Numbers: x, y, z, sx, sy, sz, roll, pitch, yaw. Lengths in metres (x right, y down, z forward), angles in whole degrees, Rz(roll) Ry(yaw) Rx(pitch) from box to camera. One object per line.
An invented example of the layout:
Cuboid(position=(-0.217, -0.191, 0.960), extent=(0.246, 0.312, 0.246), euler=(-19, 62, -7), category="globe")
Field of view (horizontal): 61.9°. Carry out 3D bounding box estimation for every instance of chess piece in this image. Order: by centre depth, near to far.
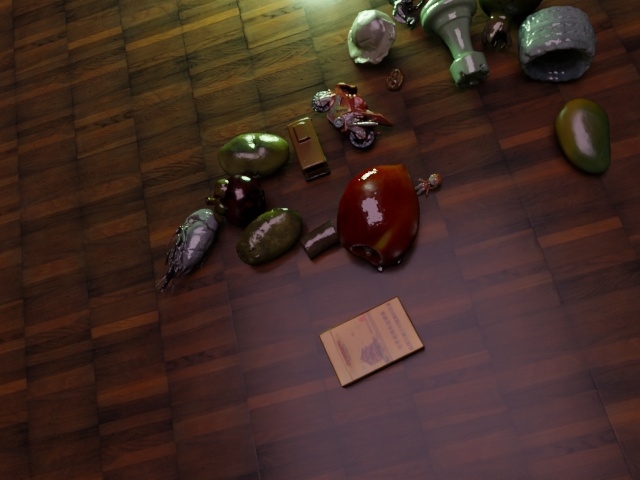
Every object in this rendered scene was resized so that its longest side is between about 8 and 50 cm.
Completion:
Cuboid(position=(0.475, -0.682, 1.827), extent=(0.195, 0.194, 0.299), euler=(-17, 78, 5), category="chess piece")

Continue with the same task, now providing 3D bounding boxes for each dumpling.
Cuboid(position=(0.177, -0.725, 1.916), extent=(0.258, 0.147, 0.193), euler=(51, 123, 43), category="dumpling")

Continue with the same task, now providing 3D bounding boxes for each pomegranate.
Cuboid(position=(0.640, -0.821, 1.830), extent=(0.243, 0.305, 0.242), euler=(8, 31, -5), category="pomegranate")

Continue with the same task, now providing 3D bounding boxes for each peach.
Cuboid(position=(0.188, -0.105, 1.669), extent=(0.258, 0.201, 0.361), euler=(19, 79, 17), category="peach")

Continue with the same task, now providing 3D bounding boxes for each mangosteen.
Cuboid(position=(-0.282, -0.131, 1.781), extent=(0.200, 0.200, 0.199), euler=(-3, 72, 10), category="mangosteen")

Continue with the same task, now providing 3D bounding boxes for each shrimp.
Cuboid(position=(-0.461, 0.037, 1.800), extent=(0.145, 0.116, 0.343), euler=(22, 70, 17), category="shrimp")

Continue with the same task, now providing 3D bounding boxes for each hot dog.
Cuboid(position=(0.267, -0.576, 1.901), extent=(0.058, 0.035, 0.083), euler=(8, 74, 17), category="hot dog")

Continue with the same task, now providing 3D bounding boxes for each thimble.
Cuboid(position=(0.769, -0.631, 1.732), extent=(0.250, 0.205, 0.171), euler=(6, 73, -6), category="thimble")

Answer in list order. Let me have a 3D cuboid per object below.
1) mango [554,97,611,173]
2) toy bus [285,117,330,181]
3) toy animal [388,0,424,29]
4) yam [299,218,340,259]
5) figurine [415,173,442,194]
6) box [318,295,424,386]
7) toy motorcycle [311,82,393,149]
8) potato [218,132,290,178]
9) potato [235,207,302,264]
Cuboid(position=(0.826, -0.325, 1.676), extent=(0.157, 0.114, 0.250), euler=(-8, 83, -2), category="mango")
Cuboid(position=(-0.046, -0.318, 1.835), extent=(0.098, 0.114, 0.200), euler=(-20, 70, 3), category="toy bus")
Cuboid(position=(0.308, -0.895, 1.973), extent=(0.148, 0.084, 0.232), euler=(-31, 73, 1), category="toy animal")
Cuboid(position=(-0.001, -0.002, 1.742), extent=(0.127, 0.084, 0.084), euler=(-32, 69, -1), category="yam")
Cuboid(position=(0.348, -0.182, 1.754), extent=(0.109, 0.047, 0.064), euler=(-31, 75, 22), category="figurine")
Cuboid(position=(0.153, 0.306, 1.614), extent=(0.274, 0.076, 0.174), euler=(-27, 68, 1), category="box")
Cuboid(position=(0.102, -0.446, 1.861), extent=(0.171, 0.089, 0.298), euler=(-42, 70, -5), category="toy motorcycle")
Cuboid(position=(-0.229, -0.290, 1.852), extent=(0.248, 0.143, 0.169), euler=(-10, 66, -2), category="potato")
Cuboid(position=(-0.165, -0.016, 1.753), extent=(0.251, 0.113, 0.149), euler=(-42, 106, -4), category="potato")
